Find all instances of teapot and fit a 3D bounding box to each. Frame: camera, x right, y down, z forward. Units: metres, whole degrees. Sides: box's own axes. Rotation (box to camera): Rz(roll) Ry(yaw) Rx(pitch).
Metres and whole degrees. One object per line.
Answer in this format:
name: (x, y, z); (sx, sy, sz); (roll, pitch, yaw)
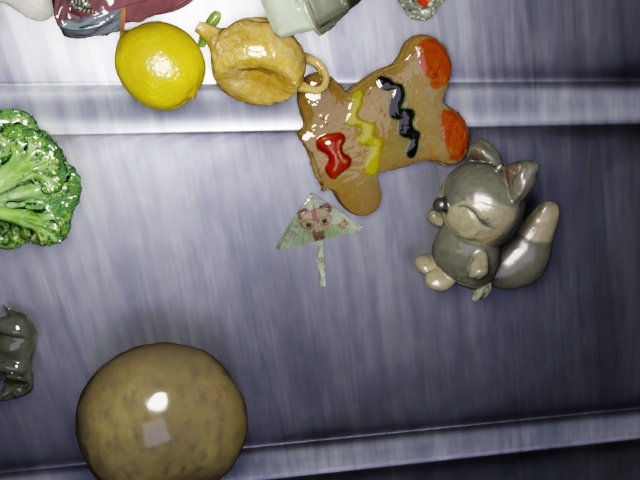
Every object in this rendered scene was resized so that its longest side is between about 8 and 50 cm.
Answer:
teapot: (-0.121, -0.403, 1.576); (0.311, 0.203, 0.167); (12, 63, -20)

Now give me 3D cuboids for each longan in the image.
longan: (-0.367, 0.419, 1.705); (0.404, 0.336, 0.405); (-8, 109, -22)

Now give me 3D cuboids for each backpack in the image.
backpack: (-0.386, -0.558, 1.437); (0.317, 0.197, 0.283); (-12, 98, -11)

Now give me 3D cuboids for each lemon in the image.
lemon: (-0.339, -0.370, 1.530); (0.203, 0.178, 0.178); (41, 96, -9)

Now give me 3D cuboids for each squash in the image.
squash: (-0.246, -0.464, 1.596); (0.027, 0.027, 0.089); (30, 104, -19)

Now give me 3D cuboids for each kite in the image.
kite: (0.000, 0.000, 1.814); (0.229, 0.012, 0.250); (-10, 111, -7)

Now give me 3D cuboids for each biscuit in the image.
biscuit: (0.153, -0.259, 1.724); (0.394, 0.076, 0.368); (-21, 111, -4)

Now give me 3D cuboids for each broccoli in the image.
broccoli: (-0.656, -0.117, 1.511); (0.307, 0.275, 0.308); (7, 111, 19)

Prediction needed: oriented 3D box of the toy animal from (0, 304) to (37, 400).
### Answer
toy animal: (-0.739, 0.277, 1.696); (0.146, 0.114, 0.245); (8, 107, -14)

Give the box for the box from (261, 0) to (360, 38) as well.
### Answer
box: (-0.017, -0.541, 1.473); (0.166, 0.290, 0.221); (-14, 113, 23)

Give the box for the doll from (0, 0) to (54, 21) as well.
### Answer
doll: (-0.720, -0.544, 1.345); (0.187, 0.376, 0.366); (-39, 92, 9)

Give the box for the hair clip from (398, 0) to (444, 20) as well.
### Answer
hair clip: (0.163, -0.624, 1.592); (0.321, 0.091, 0.138); (37, 95, -22)

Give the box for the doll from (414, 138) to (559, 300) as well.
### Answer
doll: (0.427, -0.059, 1.797); (0.378, 0.252, 0.382); (-5, 126, -43)
